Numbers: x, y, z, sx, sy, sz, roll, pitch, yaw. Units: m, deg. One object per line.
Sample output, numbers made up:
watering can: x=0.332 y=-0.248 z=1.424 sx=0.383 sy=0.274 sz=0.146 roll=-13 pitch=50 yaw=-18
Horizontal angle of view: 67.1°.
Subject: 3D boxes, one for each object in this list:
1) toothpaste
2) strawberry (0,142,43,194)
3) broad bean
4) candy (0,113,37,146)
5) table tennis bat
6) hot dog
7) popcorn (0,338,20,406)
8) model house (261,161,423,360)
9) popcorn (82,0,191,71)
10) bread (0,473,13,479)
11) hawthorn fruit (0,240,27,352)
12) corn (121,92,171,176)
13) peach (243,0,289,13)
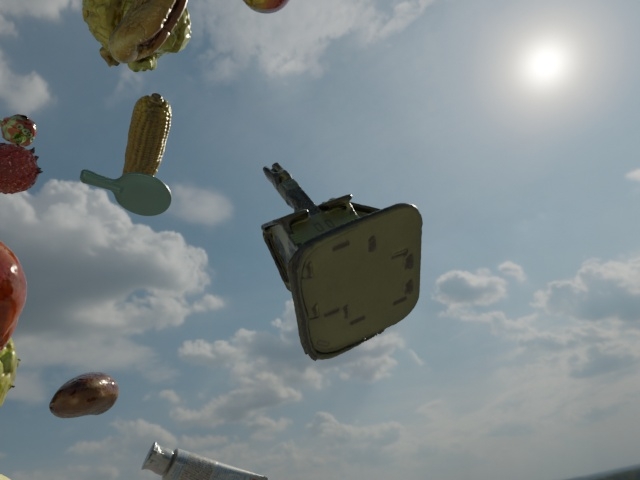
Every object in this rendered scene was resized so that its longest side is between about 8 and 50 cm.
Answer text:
toothpaste: x=-0.214 y=0.446 z=0.901 sx=0.234 sy=0.089 sz=0.057 roll=29 pitch=-28 yaw=-11
strawberry: x=-0.748 y=-0.171 z=1.131 sx=0.131 sy=0.131 sz=0.148 roll=-28 pitch=-14 yaw=26
broad bean: x=-0.458 y=0.302 z=0.941 sx=0.114 sy=0.084 sz=0.165 roll=-37 pitch=-10 yaw=-2
candy: x=-0.891 y=-0.332 z=1.348 sx=0.287 sy=0.084 sz=0.078 roll=24 pitch=-7 yaw=30
table tennis bat: x=-0.538 y=-0.140 z=1.341 sx=0.244 sy=0.040 sz=0.153 roll=19 pitch=-49 yaw=-22
hot dog: x=-0.327 y=-0.450 z=0.956 sx=0.073 sy=0.243 sz=0.084 roll=27 pitch=-11 yaw=0
popcorn: x=-0.748 y=0.260 z=0.959 sx=0.247 sy=0.282 sz=0.282 roll=37 pitch=-52 yaw=-25
model house: x=0.000 y=0.000 z=0.753 sx=0.204 sy=0.279 sz=0.219 roll=-21 pitch=-52 yaw=-19
popcorn: x=-0.495 y=-0.593 z=1.303 sx=0.270 sy=0.224 sz=0.258 roll=-32 pitch=-48 yaw=-4
bread: x=-0.286 y=0.299 z=0.412 sx=0.068 sy=0.188 sz=0.125 roll=-39 pitch=-59 yaw=-4
hawthorn fruit: x=-0.480 y=0.032 z=0.551 sx=0.211 sy=0.299 sz=0.211 roll=-29 pitch=6 yaw=4
corn: x=-0.553 y=-0.301 z=1.524 sx=0.120 sy=0.121 sz=0.363 roll=8 pitch=-46 yaw=-29
peach: x=-0.115 y=-0.583 z=1.095 sx=0.151 sy=0.151 sz=0.118 roll=-33 pitch=-23 yaw=31
